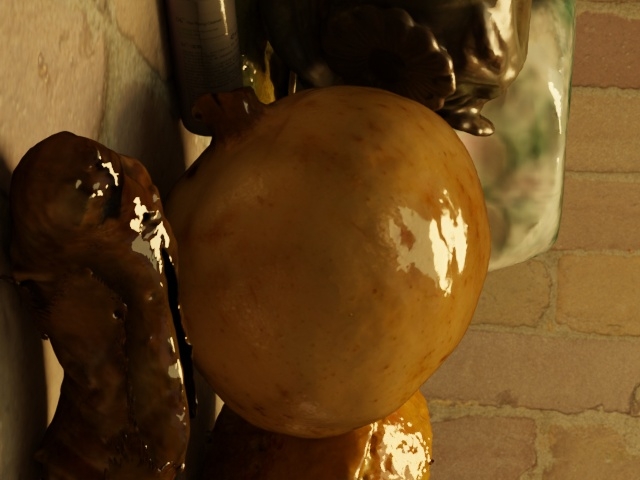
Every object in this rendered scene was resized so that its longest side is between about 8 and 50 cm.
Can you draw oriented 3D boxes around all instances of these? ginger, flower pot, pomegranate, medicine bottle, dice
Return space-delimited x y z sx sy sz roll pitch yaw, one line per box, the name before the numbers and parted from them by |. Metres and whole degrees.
ginger | -0.138 0.057 0.991 0.133 0.107 0.309 -35 133 -49
flower pot | 0.074 -0.237 1.410 0.302 0.213 0.301 2 90 -77
pomegranate | 0.003 0.018 1.306 0.307 0.307 0.307 3 90 -81
medicine bottle | -0.097 -0.180 1.309 0.057 0.058 0.199 -76 166 -50
dice | 0.138 -0.163 1.947 0.348 0.330 0.328 -64 156 -63

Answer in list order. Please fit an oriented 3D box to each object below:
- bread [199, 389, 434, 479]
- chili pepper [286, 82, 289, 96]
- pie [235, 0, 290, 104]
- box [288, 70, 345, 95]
bread | -0.007 0.203 1.471 0.268 0.146 0.268 -41 -144 38
chili pepper | -0.056 -0.083 1.626 0.073 0.050 0.182 81 14 -47
pie | -0.061 -0.244 1.497 0.323 0.071 0.323 5 90 -82
box | 0.013 -0.100 1.611 0.144 0.090 0.201 -81 175 -67
